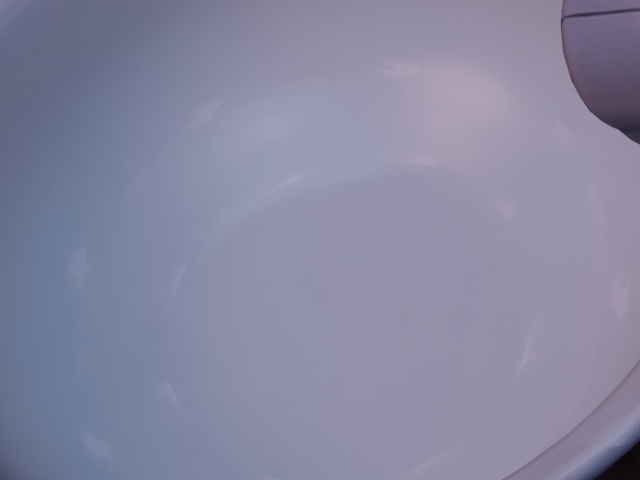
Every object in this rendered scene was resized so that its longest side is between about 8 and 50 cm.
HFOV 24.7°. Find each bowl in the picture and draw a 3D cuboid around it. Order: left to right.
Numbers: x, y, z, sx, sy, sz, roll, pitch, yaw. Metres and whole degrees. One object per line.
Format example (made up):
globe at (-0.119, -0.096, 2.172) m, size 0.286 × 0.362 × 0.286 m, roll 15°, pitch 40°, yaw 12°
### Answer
bowl at (0.000, 0.000, 0.483) m, size 0.298 × 0.134 × 0.298 m, roll -8°, pitch 54°, yaw 10°

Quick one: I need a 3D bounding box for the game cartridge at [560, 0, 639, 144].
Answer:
game cartridge at (0.221, -0.039, 0.345) m, size 0.198 × 0.297 × 0.062 m, roll 6°, pitch 92°, yaw 44°
